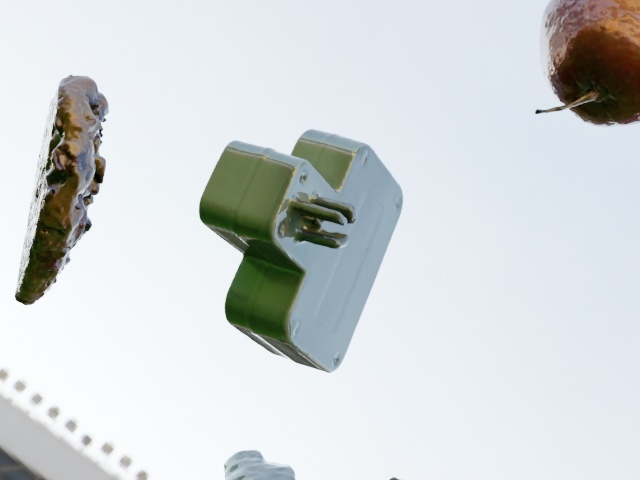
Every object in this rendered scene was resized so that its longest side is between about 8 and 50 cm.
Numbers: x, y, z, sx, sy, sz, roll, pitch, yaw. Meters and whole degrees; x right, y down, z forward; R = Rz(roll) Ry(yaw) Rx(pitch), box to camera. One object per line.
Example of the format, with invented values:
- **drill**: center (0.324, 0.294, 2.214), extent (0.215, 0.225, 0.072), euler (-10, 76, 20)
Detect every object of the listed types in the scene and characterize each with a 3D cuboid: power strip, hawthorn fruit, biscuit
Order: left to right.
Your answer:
- **biscuit**: center (-0.347, -0.068, 1.542), extent (0.081, 0.289, 0.334), euler (13, -39, -17)
- **power strip**: center (0.000, 0.000, 1.176), extent (0.141, 0.229, 0.261), euler (16, -15, 28)
- **hawthorn fruit**: center (0.290, -0.174, 1.138), extent (0.163, 0.203, 0.162), euler (13, -42, 12)

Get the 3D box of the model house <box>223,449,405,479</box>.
- **model house**: center (0.064, 0.373, 1.317), extent (0.325, 0.194, 0.267), euler (-7, -78, -4)
